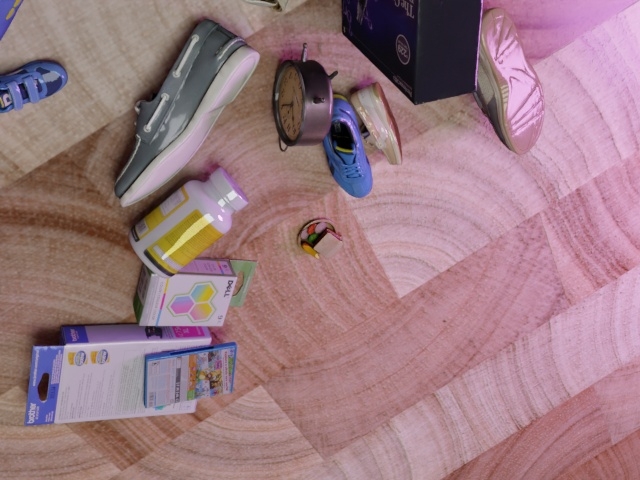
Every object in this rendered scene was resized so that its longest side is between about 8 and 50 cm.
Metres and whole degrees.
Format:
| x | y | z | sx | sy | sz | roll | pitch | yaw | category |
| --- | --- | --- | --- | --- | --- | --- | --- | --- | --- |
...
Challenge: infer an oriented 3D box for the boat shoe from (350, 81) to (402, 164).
| x | y | z | sx | sy | sz | roll | pitch | yaw | category |
| --- | --- | --- | --- | --- | --- | --- | --- | --- | --- |
| 0.095 | -0.190 | 1.352 | 0.059 | 0.063 | 0.170 | -13 | 133 | 15 | boat shoe |

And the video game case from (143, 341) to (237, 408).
| x | y | z | sx | sy | sz | roll | pitch | yaw | category |
| --- | --- | --- | --- | --- | --- | --- | --- | --- | --- |
| -0.236 | 0.244 | 1.466 | 0.166 | 0.015 | 0.119 | -6 | 125 | -23 | video game case |

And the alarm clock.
| x | y | z | sx | sy | sz | roll | pitch | yaw | category |
| --- | --- | --- | --- | --- | --- | --- | --- | --- | --- |
| -0.032 | -0.200 | 1.244 | 0.064 | 0.129 | 0.192 | -4 | 154 | -26 | alarm clock |

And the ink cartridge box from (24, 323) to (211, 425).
| x | y | z | sx | sy | sz | roll | pitch | yaw | category |
| --- | --- | --- | --- | --- | --- | --- | --- | --- | --- |
| -0.364 | 0.237 | 1.445 | 0.311 | 0.065 | 0.186 | -1 | 123 | -28 | ink cartridge box |

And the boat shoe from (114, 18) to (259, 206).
| x | y | z | sx | sy | sz | roll | pitch | yaw | category |
| --- | --- | --- | --- | --- | --- | --- | --- | --- | --- |
| -0.220 | -0.185 | 1.200 | 0.099 | 0.116 | 0.319 | 44 | 112 | 3 | boat shoe |

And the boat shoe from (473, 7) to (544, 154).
| x | y | z | sx | sy | sz | roll | pitch | yaw | category |
| --- | --- | --- | --- | --- | --- | --- | --- | --- | --- |
| 0.299 | -0.269 | 1.362 | 0.103 | 0.092 | 0.285 | -46 | 130 | -14 | boat shoe |

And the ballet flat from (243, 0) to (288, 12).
| x | y | z | sx | sy | sz | roll | pitch | yaw | category |
| --- | --- | --- | --- | --- | --- | --- | --- | --- | --- |
| -0.111 | -0.363 | 1.117 | 0.168 | 0.057 | 0.053 | 14 | 88 | -32 | ballet flat |

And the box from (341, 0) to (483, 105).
| x | y | z | sx | sy | sz | roll | pitch | yaw | category |
| --- | --- | --- | --- | --- | --- | --- | --- | --- | --- |
| 0.119 | -0.331 | 1.118 | 0.103 | 0.261 | 0.184 | -17 | 129 | -13 | box |

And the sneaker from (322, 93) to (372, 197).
| x | y | z | sx | sy | sz | roll | pitch | yaw | category |
| --- | --- | --- | --- | --- | --- | --- | --- | --- | --- |
| 0.042 | -0.138 | 1.336 | 0.069 | 0.082 | 0.209 | -15 | 131 | 6 | sneaker |

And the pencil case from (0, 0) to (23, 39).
| x | y | z | sx | sy | sz | roll | pitch | yaw | category |
| --- | --- | --- | --- | --- | --- | --- | --- | --- | --- |
| -0.422 | -0.315 | 0.969 | 0.133 | 0.119 | 0.306 | 14 | 118 | -51 | pencil case |

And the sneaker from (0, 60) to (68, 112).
| x | y | z | sx | sy | sz | roll | pitch | yaw | category |
| --- | --- | --- | --- | --- | --- | --- | --- | --- | --- |
| -0.415 | -0.203 | 1.097 | 0.144 | 0.059 | 0.053 | -18 | 128 | -13 | sneaker |

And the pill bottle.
| x | y | z | sx | sy | sz | roll | pitch | yaw | category |
| --- | --- | --- | --- | --- | --- | --- | --- | --- | --- |
| -0.208 | -0.031 | 1.291 | 0.184 | 0.103 | 0.103 | -38 | 131 | 6 | pill bottle |

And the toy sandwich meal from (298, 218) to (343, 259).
| x | y | z | sx | sy | sz | roll | pitch | yaw | category |
| --- | --- | --- | --- | --- | --- | --- | --- | --- | --- |
| 0.000 | 0.000 | 1.460 | 0.085 | 0.029 | 0.086 | -13 | 128 | -16 | toy sandwich meal |

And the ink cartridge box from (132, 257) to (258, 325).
| x | y | z | sx | sy | sz | roll | pitch | yaw | category |
| --- | --- | --- | --- | --- | --- | --- | --- | --- | --- |
| -0.211 | 0.090 | 1.407 | 0.209 | 0.062 | 0.109 | 4 | 121 | -28 | ink cartridge box |
